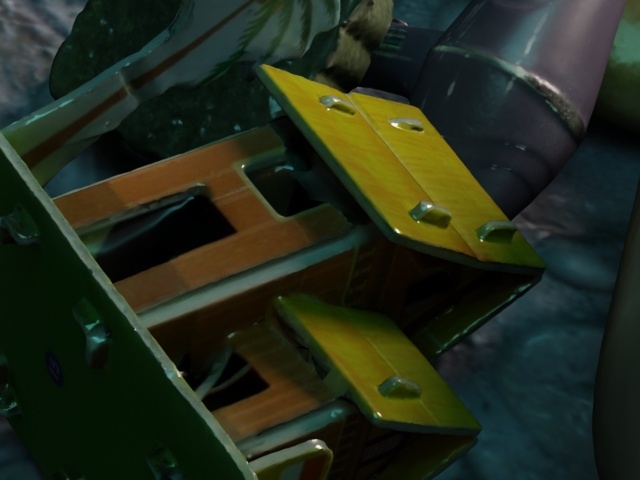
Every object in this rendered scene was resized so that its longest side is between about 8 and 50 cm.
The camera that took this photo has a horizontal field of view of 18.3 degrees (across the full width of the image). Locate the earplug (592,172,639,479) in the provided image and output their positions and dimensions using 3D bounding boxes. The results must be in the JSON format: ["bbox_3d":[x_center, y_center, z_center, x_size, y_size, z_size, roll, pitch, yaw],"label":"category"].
[{"bbox_3d":[0.319,0.056,1.122,0.313,0.312,0.394,16,48,6],"label":"earplug"}]

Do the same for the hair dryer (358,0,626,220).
[{"bbox_3d":[0.053,-0.181,1.409,0.361,0.121,0.301,22,78,31],"label":"hair dryer"}]

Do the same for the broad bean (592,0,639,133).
[{"bbox_3d":[0.217,-0.182,1.477,0.189,0.121,0.263,-14,66,-31],"label":"broad bean"}]

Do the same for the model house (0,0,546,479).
[{"bbox_3d":[0.000,0.000,1.110,0.324,0.340,0.300,-21,55,-31],"label":"model house"}]

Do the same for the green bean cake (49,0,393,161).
[{"bbox_3d":[-0.064,-0.133,1.335,0.183,0.094,0.185,30,93,22],"label":"green bean cake"}]
